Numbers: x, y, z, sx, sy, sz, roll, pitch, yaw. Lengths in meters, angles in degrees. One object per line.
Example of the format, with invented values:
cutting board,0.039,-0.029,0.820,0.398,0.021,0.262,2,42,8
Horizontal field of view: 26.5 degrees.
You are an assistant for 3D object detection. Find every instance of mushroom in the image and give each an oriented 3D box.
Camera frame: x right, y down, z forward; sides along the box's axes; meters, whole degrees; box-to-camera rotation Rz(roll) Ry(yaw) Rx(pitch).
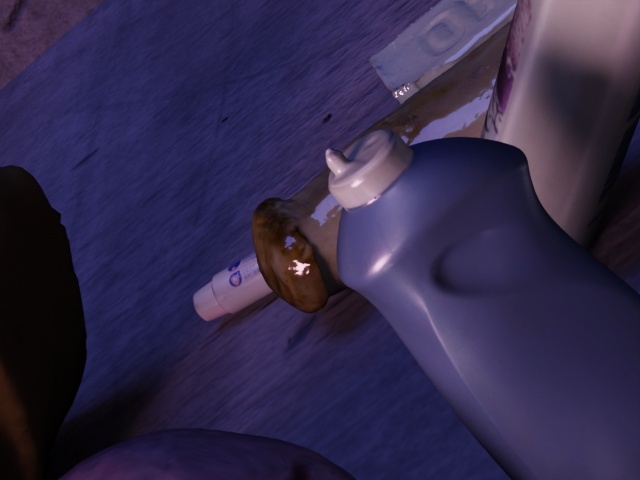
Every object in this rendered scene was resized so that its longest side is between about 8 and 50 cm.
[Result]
mushroom,0.088,-0.062,0.877,0.312,0.081,0.100,-36,42,7

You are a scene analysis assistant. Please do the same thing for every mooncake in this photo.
mooncake,-0.369,0.080,0.959,0.394,0.393,0.246,-47,16,34

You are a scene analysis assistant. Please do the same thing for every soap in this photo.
soap,0.136,-0.162,0.993,0.198,0.063,0.114,-40,24,6

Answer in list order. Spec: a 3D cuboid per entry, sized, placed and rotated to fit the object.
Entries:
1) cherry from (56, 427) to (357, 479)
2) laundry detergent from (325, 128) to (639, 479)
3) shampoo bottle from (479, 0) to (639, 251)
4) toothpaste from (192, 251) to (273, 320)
cherry,-0.060,0.176,0.555,0.213,0.183,0.266,-35,-2,-18
laundry detergent,0.075,0.027,0.564,0.096,0.206,0.061,-47,22,-6
shampoo bottle,0.142,-0.138,0.640,0.359,0.078,0.134,98,-162,-50
toothpaste,0.000,0.000,0.971,0.218,0.033,0.052,-30,36,21
